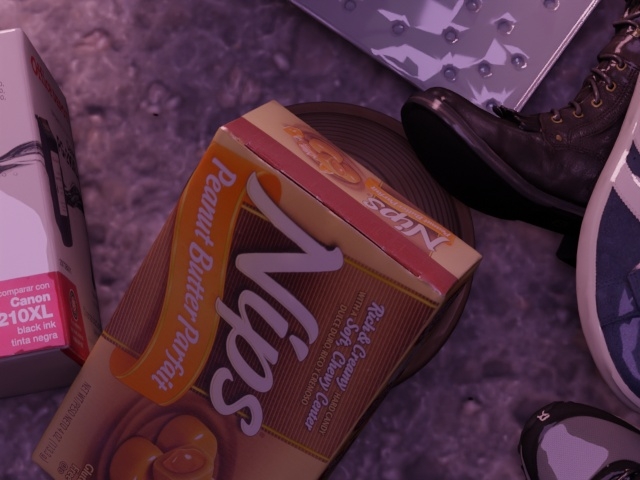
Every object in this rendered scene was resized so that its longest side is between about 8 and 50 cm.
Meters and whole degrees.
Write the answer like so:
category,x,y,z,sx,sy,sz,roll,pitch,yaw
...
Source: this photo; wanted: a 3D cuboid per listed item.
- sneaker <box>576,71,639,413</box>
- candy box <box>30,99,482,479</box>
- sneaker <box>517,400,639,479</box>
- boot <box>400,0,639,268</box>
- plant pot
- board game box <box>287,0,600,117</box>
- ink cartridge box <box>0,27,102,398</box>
category,x,y,z,sx,sy,sz,roll,pitch,yaw
sneaker,0.280,-0.050,1.106,0.131,0.148,0.350,16,78,-21
candy box,-0.052,0.085,1.114,0.183,0.087,0.316,37,118,8
sneaker,0.252,0.218,1.150,0.100,0.108,0.271,-42,79,-5
boot,0.206,-0.109,1.210,0.263,0.091,0.229,32,76,-19
plant pot,0.000,0.000,1.203,0.237,0.110,0.237,0,77,2
board game box,0.092,-0.337,1.301,0.390,0.050,0.390,35,82,8
ink cartridge box,-0.232,-0.015,1.181,0.100,0.172,0.237,-11,78,-1
